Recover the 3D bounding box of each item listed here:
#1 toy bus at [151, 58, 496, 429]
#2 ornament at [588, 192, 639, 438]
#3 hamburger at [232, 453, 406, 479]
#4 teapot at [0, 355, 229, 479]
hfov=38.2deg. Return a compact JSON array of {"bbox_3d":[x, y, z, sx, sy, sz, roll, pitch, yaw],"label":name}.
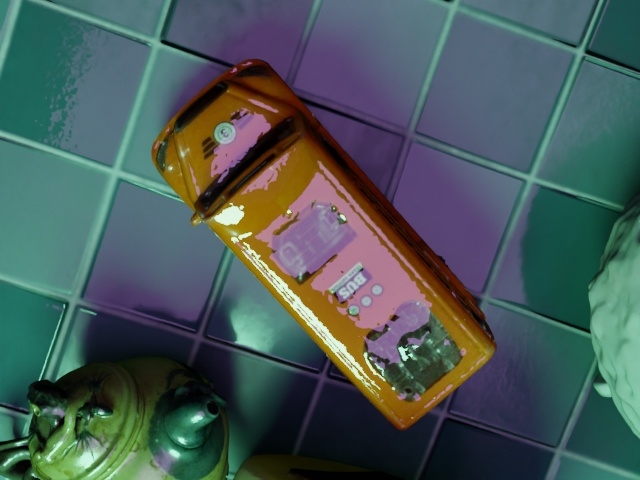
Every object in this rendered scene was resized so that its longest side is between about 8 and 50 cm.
[{"bbox_3d":[0.000,0.000,0.800,0.143,0.153,0.329,-40,99,5],"label":"toy bus"},{"bbox_3d":[0.397,0.067,0.753,0.337,0.337,0.337,0,99,-3],"label":"ornament"},{"bbox_3d":[0.038,0.293,0.787,0.300,0.300,0.176,14,82,-5],"label":"hamburger"},{"bbox_3d":[-0.189,0.174,0.798,0.269,0.173,0.182,-14,142,27],"label":"teapot"}]
